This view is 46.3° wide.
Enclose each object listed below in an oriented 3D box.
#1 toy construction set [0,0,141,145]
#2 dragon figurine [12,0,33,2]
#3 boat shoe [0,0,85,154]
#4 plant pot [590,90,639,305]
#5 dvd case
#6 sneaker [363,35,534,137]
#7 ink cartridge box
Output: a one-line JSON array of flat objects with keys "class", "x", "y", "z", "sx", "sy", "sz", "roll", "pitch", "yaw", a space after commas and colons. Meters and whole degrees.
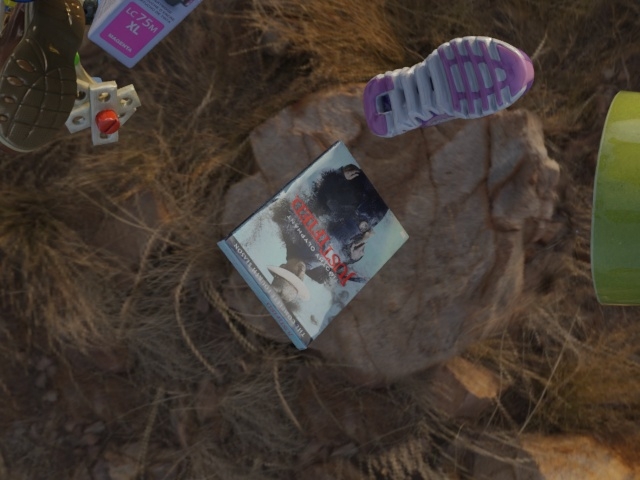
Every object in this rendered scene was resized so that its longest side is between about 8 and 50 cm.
[{"class": "toy construction set", "x": -0.366, "y": -0.284, "z": 1.001, "sx": 0.328, "sy": 0.151, "sz": 0.215, "roll": 51, "pitch": 131, "yaw": 19}, {"class": "dragon figurine", "x": -0.257, "y": -0.240, "z": 0.576, "sx": 0.085, "sy": 0.144, "sz": 0.289, "roll": 11, "pitch": 53, "yaw": 6}, {"class": "boat shoe", "x": -0.242, "y": -0.138, "z": 0.618, "sx": 0.060, "sy": 0.064, "sz": 0.178, "roll": -21, "pitch": 52, "yaw": 28}, {"class": "plant pot", "x": 0.502, "y": -0.041, "z": 0.888, "sx": 0.293, "sy": 0.275, "sz": 0.275, "roll": 6, "pitch": 93, "yaw": 31}, {"class": "dvd case", "x": 0.000, "y": 0.000, "z": 0.490, "sx": 0.087, "sy": 0.119, "sz": 0.013, "roll": 54, "pitch": 148, "yaw": -11}, {"class": "sneaker", "x": 0.167, "y": -0.191, "z": 0.933, "sx": 0.236, "sy": 0.104, "sz": 0.095, "roll": -7, "pitch": 94, "yaw": 48}, {"class": "ink cartridge box", "x": -0.093, "y": -0.316, "z": 0.701, "sx": 0.311, "sy": 0.065, "sz": 0.186, "roll": -33, "pitch": 40, "yaw": 33}]
